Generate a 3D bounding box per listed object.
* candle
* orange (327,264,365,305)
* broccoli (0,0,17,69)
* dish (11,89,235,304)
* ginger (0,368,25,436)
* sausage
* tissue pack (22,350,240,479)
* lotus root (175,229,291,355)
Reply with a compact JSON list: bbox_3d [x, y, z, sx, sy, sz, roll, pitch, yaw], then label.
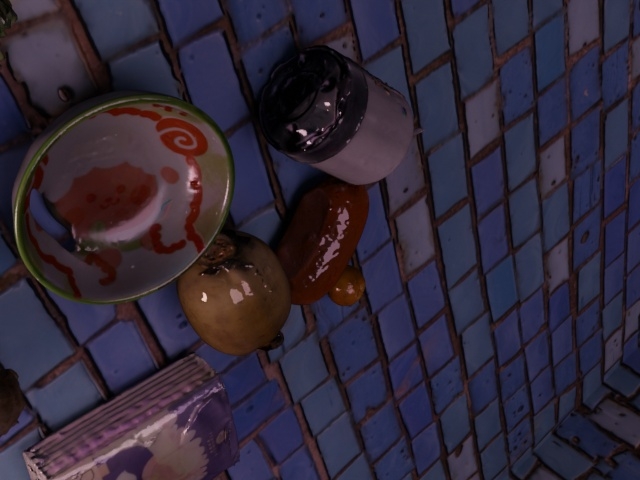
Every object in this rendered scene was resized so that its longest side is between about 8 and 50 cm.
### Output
[{"bbox_3d":[0.057,-0.190,1.533,0.330,0.187,0.187,19,101,-51],"label":"candle"},{"bbox_3d":[0.048,0.088,1.802,0.083,0.070,0.083,-43,146,-40],"label":"orange"},{"bbox_3d":[-0.496,-0.223,0.884,0.277,0.317,0.338,-45,104,1],"label":"broccoli"},{"bbox_3d":[-0.290,-0.076,1.306,0.324,0.124,0.324,-21,130,-27],"label":"dish"},{"bbox_3d":[-0.563,0.248,1.215,0.256,0.176,0.375,37,89,-33],"label":"ginger"},{"bbox_3d":[0.002,0.001,1.653,0.133,0.133,0.258,20,99,-50],"label":"sausage"},{"bbox_3d":[-0.314,0.373,1.582,0.344,0.125,0.242,-29,135,-27],"label":"tissue pack"},{"bbox_3d":[-0.134,0.107,1.562,0.183,0.183,0.310,-43,145,-16],"label":"lotus root"}]
